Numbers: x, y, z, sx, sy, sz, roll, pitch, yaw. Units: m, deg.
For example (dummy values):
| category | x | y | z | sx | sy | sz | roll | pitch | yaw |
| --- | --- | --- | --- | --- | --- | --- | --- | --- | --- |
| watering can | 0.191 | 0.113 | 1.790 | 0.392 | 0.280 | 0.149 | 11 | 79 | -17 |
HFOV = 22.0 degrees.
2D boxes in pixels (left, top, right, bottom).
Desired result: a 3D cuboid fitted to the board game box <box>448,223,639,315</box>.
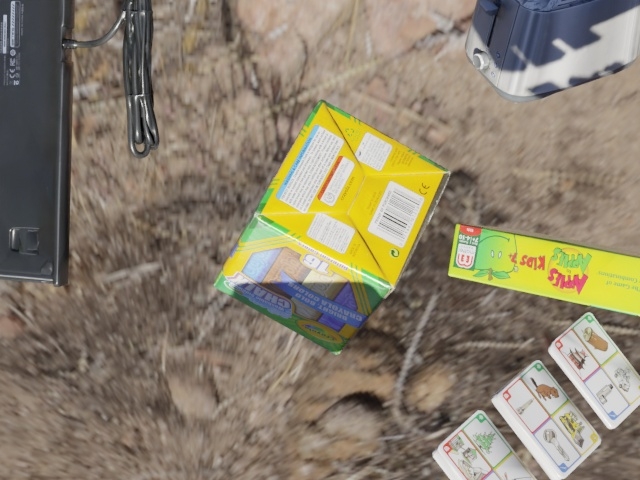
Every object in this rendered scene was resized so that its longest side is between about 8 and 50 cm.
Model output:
| category | x | y | z | sx | sy | sz | roll | pitch | yaw |
| --- | --- | --- | --- | --- | --- | --- | --- | --- | --- |
| board game box | 0.200 | 0.024 | 1.260 | 0.181 | 0.092 | 0.043 | 11 | 95 | 36 |

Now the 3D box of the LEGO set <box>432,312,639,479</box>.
| category | x | y | z | sx | sy | sz | roll | pitch | yaw |
| --- | --- | --- | --- | --- | --- | --- | --- | --- | --- |
| LEGO set | 0.206 | 0.199 | 1.182 | 0.182 | 0.060 | 0.244 | -37 | 88 | -33 |

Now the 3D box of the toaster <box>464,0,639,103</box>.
| category | x | y | z | sx | sy | sz | roll | pitch | yaw |
| --- | --- | --- | --- | --- | --- | --- | --- | --- | --- |
| toaster | 0.270 | -0.256 | 1.796 | 0.227 | 0.146 | 0.129 | -18 | 50 | -20 |

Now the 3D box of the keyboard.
| category | x | y | z | sx | sy | sz | roll | pitch | yaw |
| --- | --- | --- | --- | --- | --- | --- | --- | --- | --- |
| keyboard | -0.178 | -0.128 | 1.078 | 0.202 | 0.033 | 0.317 | 5 | 97 | 28 |

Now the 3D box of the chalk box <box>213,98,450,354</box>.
| category | x | y | z | sx | sy | sz | roll | pitch | yaw |
| --- | --- | --- | --- | --- | --- | --- | --- | --- | --- |
| chalk box | 0.000 | 0.000 | 1.432 | 0.132 | 0.213 | 0.132 | 29 | 62 | -4 |
